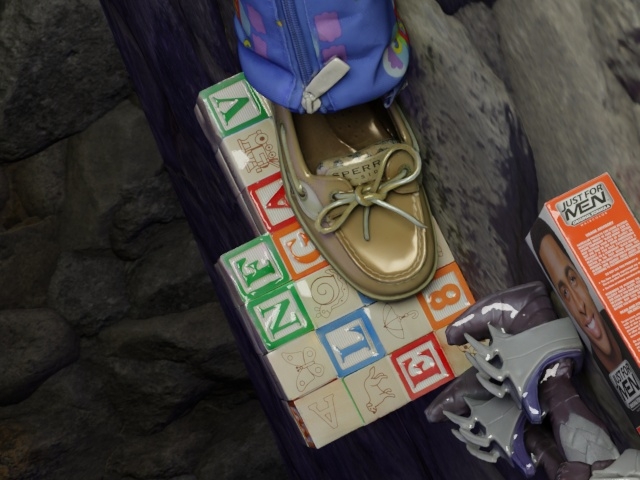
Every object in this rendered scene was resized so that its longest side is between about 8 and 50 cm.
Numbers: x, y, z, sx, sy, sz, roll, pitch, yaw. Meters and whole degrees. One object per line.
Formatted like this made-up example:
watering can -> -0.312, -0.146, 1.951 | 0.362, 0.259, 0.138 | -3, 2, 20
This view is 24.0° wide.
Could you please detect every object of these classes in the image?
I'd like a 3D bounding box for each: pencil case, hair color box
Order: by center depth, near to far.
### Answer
hair color box -> 0.169, 0.041, 0.824 | 0.141, 0.043, 0.072 | 62, 171, 14
pencil case -> -0.014, -0.200, 0.929 | 0.306, 0.119, 0.133 | 77, -167, -56

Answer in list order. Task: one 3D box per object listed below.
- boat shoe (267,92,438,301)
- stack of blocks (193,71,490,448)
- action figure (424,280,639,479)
boat shoe -> 0.011, -0.086, 1.151 | 0.285, 0.105, 0.089 | 64, 173, 0
stack of blocks -> 0.000, 0.000, 1.236 | 0.297, 0.171, 0.087 | 64, 170, 1
action figure -> 0.177, 0.160, 0.944 | 0.285, 0.099, 0.185 | 51, 159, 41
